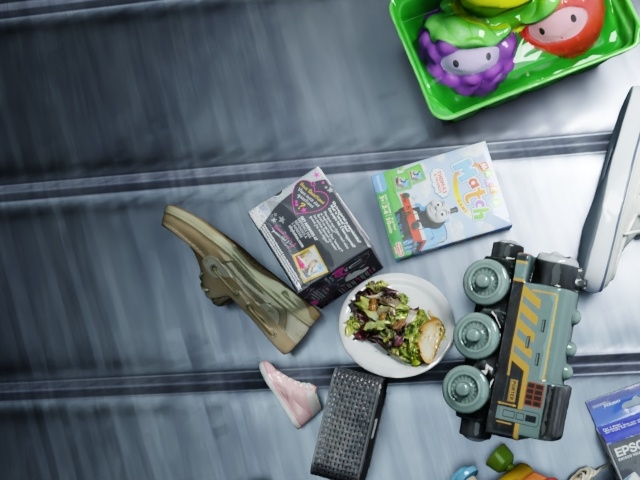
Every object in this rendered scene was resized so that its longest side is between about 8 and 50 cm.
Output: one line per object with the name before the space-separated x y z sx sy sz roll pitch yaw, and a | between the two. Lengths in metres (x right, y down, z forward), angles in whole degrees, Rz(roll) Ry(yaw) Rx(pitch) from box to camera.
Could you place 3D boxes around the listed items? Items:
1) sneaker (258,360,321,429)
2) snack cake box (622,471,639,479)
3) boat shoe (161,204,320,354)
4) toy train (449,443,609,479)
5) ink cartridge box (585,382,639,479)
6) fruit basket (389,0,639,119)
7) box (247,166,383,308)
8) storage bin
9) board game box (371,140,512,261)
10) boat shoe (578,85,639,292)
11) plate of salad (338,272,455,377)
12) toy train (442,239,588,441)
sneaker | -0.048 0.255 1.523 0.070 0.051 0.134 -34 80 1
snack cake box | 0.427 0.499 1.340 0.264 0.089 0.152 -44 70 17
boat shoe | -0.163 0.064 1.539 0.341 0.121 0.110 38 88 13
toy train | 0.334 0.387 1.423 0.248 0.105 0.143 -30 56 -26
ink cartridge box | 0.565 0.387 1.387 0.165 0.065 0.333 -22 77 6
fruit basket | 0.306 -0.384 1.416 0.392 0.392 0.283 -21 77 5
box | 0.000 0.000 1.457 0.142 0.247 0.163 -33 77 1
storage bin | 0.051 0.309 1.458 0.084 0.122 0.180 13 82 12
board game box | 0.212 -0.069 1.541 0.211 0.039 0.160 -17 77 6
boat shoe | 0.541 -0.071 1.449 0.156 0.136 0.367 18 74 9
plate of salad | 0.129 0.138 1.488 0.199 0.048 0.200 -2 59 4
toy train | 0.319 0.169 1.412 0.190 0.142 0.334 9 84 27
